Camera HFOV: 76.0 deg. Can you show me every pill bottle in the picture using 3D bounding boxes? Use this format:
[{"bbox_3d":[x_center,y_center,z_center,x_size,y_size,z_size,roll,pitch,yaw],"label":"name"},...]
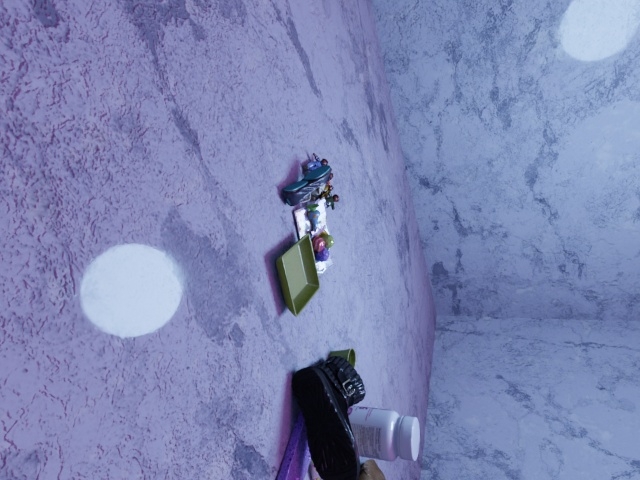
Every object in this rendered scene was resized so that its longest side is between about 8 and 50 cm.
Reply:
[{"bbox_3d":[0.189,0.666,1.417,0.160,0.283,0.160,-3,90,-66],"label":"pill bottle"}]

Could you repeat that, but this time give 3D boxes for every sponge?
[{"bbox_3d":[-0.061,0.612,1.173,0.210,0.031,0.117,-66,145,-44],"label":"sponge"}]

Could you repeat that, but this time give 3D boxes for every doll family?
[{"bbox_3d":[0.007,-0.193,1.358,0.111,0.076,0.192,-31,122,-42],"label":"doll family"}]

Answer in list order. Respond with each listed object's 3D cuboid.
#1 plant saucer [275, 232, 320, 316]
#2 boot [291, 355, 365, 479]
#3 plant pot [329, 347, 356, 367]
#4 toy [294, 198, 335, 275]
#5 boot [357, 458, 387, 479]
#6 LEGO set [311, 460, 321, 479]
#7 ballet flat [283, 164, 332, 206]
[{"bbox_3d":[-0.070,0.097,1.193,0.188,0.045,0.188,-45,127,-59],"label":"plant saucer"},{"bbox_3d":[0.060,0.524,1.234,0.260,0.131,0.347,23,46,-63],"label":"boot"},{"bbox_3d":[0.074,0.416,1.437,0.083,0.079,0.083,-2,90,-66],"label":"plant pot"},{"bbox_3d":[0.000,0.000,1.298,0.137,0.056,0.237,-27,113,-40],"label":"toy"},{"bbox_3d":[0.167,0.939,1.608,0.305,0.112,0.115,36,25,-55],"label":"boot"},{"bbox_3d":[0.015,0.653,1.302,0.132,0.107,0.286,149,-64,-78],"label":"LEGO set"},{"bbox_3d":[-0.035,-0.161,1.238,0.203,0.074,0.074,-38,124,-38],"label":"ballet flat"}]
